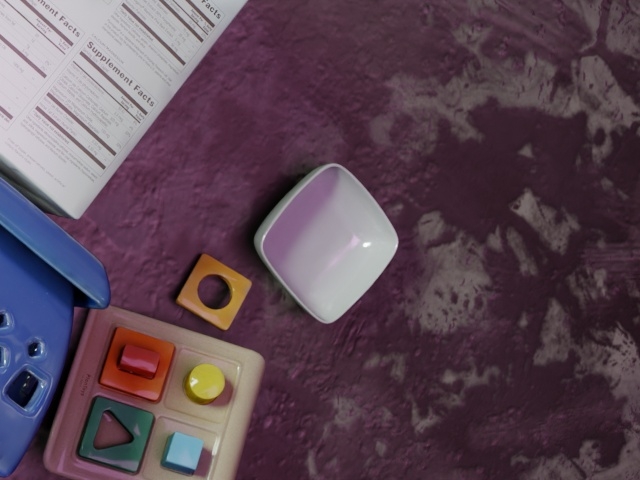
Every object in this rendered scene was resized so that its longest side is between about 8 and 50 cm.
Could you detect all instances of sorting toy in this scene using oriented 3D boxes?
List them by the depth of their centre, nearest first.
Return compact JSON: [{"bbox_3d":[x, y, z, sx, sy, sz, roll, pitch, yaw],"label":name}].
[{"bbox_3d":[-0.159,0.167,1.516,0.196,0.047,0.347,20,69,-14],"label":"sorting toy"}]

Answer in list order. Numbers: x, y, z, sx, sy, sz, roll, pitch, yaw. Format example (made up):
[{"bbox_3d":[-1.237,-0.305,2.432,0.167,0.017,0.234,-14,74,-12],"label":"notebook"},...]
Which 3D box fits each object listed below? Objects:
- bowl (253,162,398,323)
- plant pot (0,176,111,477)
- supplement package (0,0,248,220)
[{"bbox_3d":[0.000,0.000,1.639,0.142,0.053,0.142,-47,117,-17],"label":"bowl"},{"bbox_3d":[-0.341,0.051,1.340,0.236,0.236,0.212,44,68,-27],"label":"plant pot"},{"bbox_3d":[-0.247,-0.186,1.381,0.198,0.199,0.262,43,74,-27],"label":"supplement package"}]
